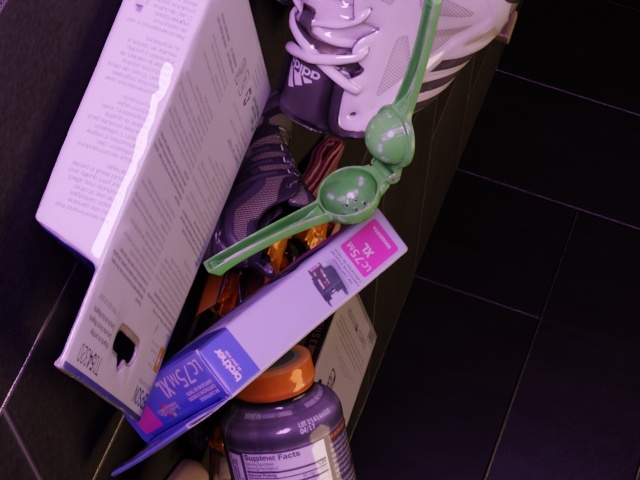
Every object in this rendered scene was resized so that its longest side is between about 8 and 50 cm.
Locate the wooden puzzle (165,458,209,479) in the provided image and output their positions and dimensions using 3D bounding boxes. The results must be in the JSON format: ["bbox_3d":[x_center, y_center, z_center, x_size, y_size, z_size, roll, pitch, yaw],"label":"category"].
[{"bbox_3d":[-0.209,0.471,1.728,0.322,0.080,0.347,-49,156,-66],"label":"wooden puzzle"}]

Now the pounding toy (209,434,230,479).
[{"bbox_3d":[-0.055,0.246,1.816,0.269,0.155,0.154,100,-11,-45],"label":"pounding toy"}]

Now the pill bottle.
[{"bbox_3d":[-0.030,0.234,1.558,0.130,0.130,0.245,-50,131,-65],"label":"pill bottle"}]

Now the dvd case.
[{"bbox_3d":[0.005,0.178,1.769,0.179,0.030,0.238,67,38,-58],"label":"dvd case"}]

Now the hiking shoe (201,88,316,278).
[{"bbox_3d":[-0.050,-0.053,1.493,0.086,0.114,0.227,93,18,-56],"label":"hiking shoe"}]

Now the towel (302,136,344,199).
[{"bbox_3d":[-0.047,0.047,1.965,0.237,0.037,0.329,-59,166,-60],"label":"towel"}]

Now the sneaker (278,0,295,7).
[{"bbox_3d":[-0.004,-0.280,1.446,0.275,0.107,0.110,57,19,-70],"label":"sneaker"}]

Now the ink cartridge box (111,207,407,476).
[{"bbox_3d":[-0.071,0.094,1.415,0.311,0.065,0.186,-41,-176,-36],"label":"ink cartridge box"}]

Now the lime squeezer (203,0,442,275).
[{"bbox_3d":[0.029,-0.079,1.299,0.310,0.110,0.059,-49,-146,18],"label":"lime squeezer"}]

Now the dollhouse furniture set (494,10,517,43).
[{"bbox_3d":[0.166,-0.262,2.114,0.101,0.182,0.161,56,54,-79],"label":"dollhouse furniture set"}]

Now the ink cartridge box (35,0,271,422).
[{"bbox_3d":[-0.135,-0.038,1.170,0.324,0.071,0.330,80,31,-76],"label":"ink cartridge box"}]

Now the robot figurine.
[{"bbox_3d":[-0.080,0.094,1.641,0.211,0.085,0.291,9,100,-66],"label":"robot figurine"}]

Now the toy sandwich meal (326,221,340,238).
[{"bbox_3d":[0.000,0.000,1.945,0.085,0.029,0.085,-63,-177,6],"label":"toy sandwich meal"}]

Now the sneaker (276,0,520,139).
[{"bbox_3d":[0.023,-0.209,1.254,0.447,0.169,0.257,13,112,-54],"label":"sneaker"}]
